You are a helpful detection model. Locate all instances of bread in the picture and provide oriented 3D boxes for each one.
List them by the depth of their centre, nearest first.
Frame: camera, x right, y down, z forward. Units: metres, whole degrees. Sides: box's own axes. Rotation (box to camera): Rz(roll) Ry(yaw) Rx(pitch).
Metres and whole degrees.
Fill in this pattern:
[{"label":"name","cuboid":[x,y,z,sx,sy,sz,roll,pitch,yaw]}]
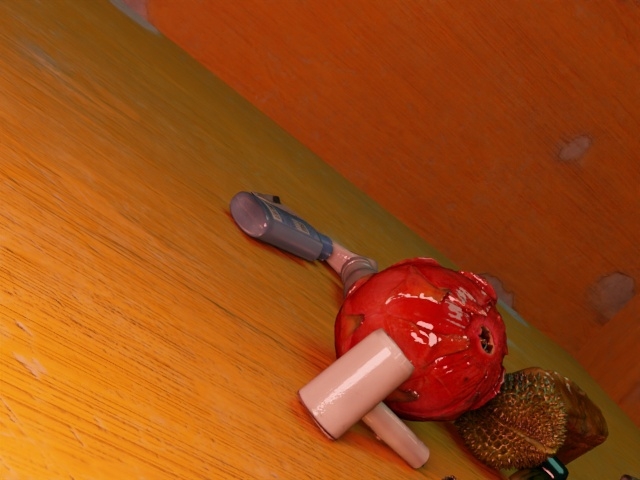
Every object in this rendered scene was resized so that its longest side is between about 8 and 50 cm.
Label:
[{"label":"bread","cuboid":[0.430,0.344,1.560,0.294,0.166,0.132,33,37,-44]}]

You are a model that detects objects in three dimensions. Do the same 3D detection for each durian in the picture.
[{"label":"durian","cuboid":[0.306,0.295,1.328,0.146,0.198,0.159,7,79,-74]}]

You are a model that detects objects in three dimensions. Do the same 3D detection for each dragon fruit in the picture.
[{"label":"dragon fruit","cuboid":[0.137,0.142,1.131,0.241,0.241,0.252,32,-3,-42]}]

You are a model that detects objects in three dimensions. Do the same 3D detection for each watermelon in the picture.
[{"label":"watermelon","cuboid":[0.358,0.408,1.309,0.105,0.062,0.105,44,2,-2]}]

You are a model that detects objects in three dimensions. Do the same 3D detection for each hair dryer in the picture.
[{"label":"hair dryer","cuboid":[0.086,0.219,1.000,0.236,0.131,0.073,51,1,-36]}]

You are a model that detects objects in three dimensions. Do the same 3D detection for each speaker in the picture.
[{"label":"speaker","cuboid":[0.394,0.419,1.451,0.094,0.060,0.075,-21,57,-38]}]

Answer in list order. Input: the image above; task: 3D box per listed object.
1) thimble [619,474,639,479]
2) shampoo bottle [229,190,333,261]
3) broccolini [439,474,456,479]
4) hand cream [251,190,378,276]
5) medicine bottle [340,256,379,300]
[{"label":"thimble","cuboid":[0.550,0.491,1.239,0.270,0.150,0.271,27,1,0]},{"label":"shampoo bottle","cuboid":[-0.060,-0.015,1.505,0.104,0.061,0.258,48,13,34]},{"label":"broccolini","cuboid":[0.210,0.353,1.010,0.202,0.068,0.091,34,-6,-37]},{"label":"hand cream","cuboid":[0.000,0.000,1.691,0.336,0.076,0.121,38,8,19]},{"label":"medicine bottle","cuboid":[0.088,0.100,1.497,0.090,0.090,0.217,38,11,-19]}]
